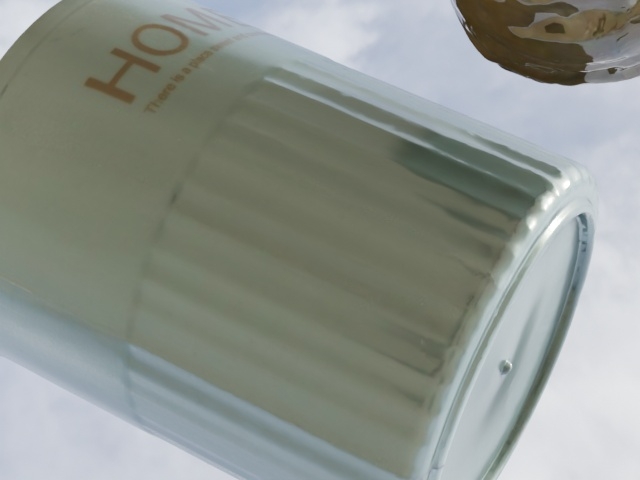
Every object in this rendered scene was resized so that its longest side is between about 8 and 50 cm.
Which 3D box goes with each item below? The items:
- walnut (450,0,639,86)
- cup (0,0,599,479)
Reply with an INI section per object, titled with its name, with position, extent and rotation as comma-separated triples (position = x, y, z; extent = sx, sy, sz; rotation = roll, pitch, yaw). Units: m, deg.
[walnut]
position = 0.166, -0.171, 0.604
extent = 0.230, 0.178, 0.178
rotation = -21, -119, 7
[cup]
position = -0.009, 0.019, 0.751
extent = 0.311, 0.331, 0.256
rotation = 25, -86, 22
